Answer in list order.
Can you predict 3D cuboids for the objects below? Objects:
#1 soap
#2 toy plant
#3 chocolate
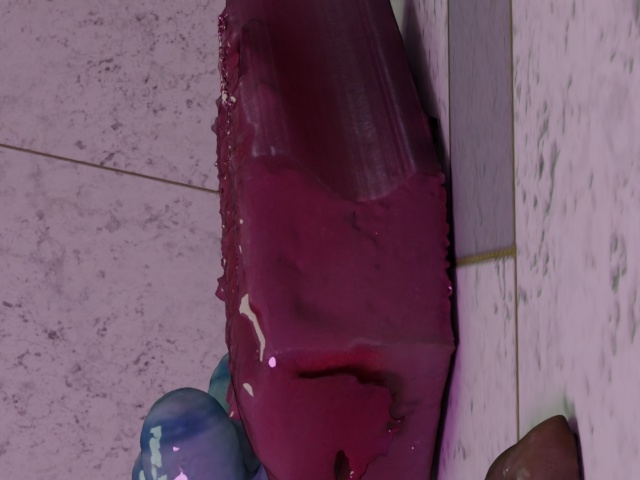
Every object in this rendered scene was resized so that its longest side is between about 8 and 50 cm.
[{"bbox_3d":[0.000,0.000,0.837,0.325,0.127,0.220,-97,8,-47],"label":"soap"},{"bbox_3d":[-0.056,0.232,1.097,0.247,0.247,0.332,100,175,-63],"label":"toy plant"},{"bbox_3d":[0.077,0.106,0.540,0.101,0.031,0.065,104,170,-75],"label":"chocolate"}]
